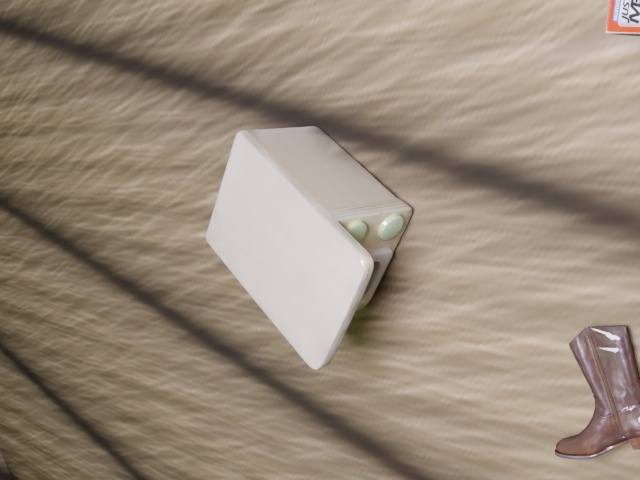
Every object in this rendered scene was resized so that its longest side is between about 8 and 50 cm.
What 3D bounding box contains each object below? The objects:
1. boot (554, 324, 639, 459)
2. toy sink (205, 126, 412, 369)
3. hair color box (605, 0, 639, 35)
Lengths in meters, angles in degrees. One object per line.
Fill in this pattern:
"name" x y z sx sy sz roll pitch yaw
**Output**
"boot" 0.244 0.135 0.664 0.106 0.037 0.114 -24 87 33
"toy sink" 0.000 0.000 0.808 0.234 0.131 0.152 46 129 33
"hair color box" 0.294 -0.161 0.492 0.167 0.093 0.053 19 114 42
